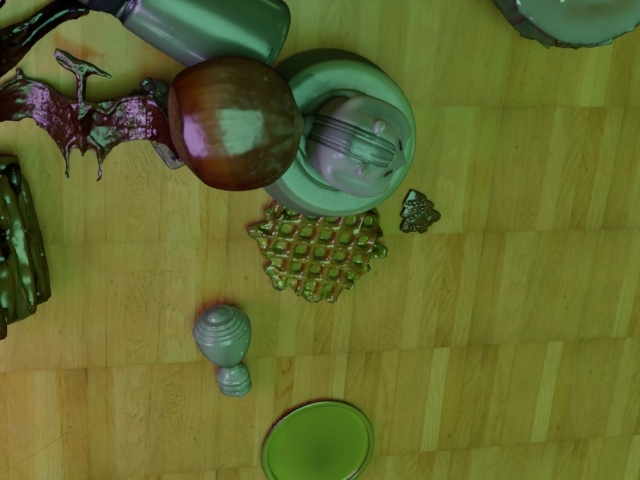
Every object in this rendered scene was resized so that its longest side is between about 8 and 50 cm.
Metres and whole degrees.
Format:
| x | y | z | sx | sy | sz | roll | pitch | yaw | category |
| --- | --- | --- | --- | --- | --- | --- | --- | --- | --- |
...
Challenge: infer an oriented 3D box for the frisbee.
| x | y | z | sx | sy | sz | roll | pitch | yaw | category |
| --- | --- | --- | --- | --- | --- | --- | --- | --- | --- |
| -0.005 | 0.422 | 2.122 | 0.236 | 0.017 | 0.236 | -6 | 115 | -13 | frisbee |

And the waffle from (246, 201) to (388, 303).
| x | y | z | sx | sy | sz | roll | pitch | yaw | category |
| --- | --- | --- | --- | --- | --- | --- | --- | --- | --- |
| 0.000 | 0.000 | 1.919 | 0.243 | 0.059 | 0.238 | -34 | 121 | 4 | waffle |

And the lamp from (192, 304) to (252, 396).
| x | y | z | sx | sy | sz | roll | pitch | yaw | category |
| --- | --- | --- | --- | --- | --- | --- | --- | --- | --- |
| -0.174 | 0.202 | 1.938 | 0.106 | 0.106 | 0.193 | -14 | 126 | -9 | lamp |

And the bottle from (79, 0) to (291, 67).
| x | y | z | sx | sy | sz | roll | pitch | yaw | category |
| --- | --- | --- | --- | --- | --- | --- | --- | --- | --- |
| -0.226 | -0.369 | 1.624 | 0.347 | 0.168 | 0.168 | 25 | 105 | -21 | bottle |

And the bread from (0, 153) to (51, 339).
| x | y | z | sx | sy | sz | roll | pitch | yaw | category |
| --- | --- | --- | --- | --- | --- | --- | --- | --- | --- |
| -0.636 | 0.039 | 1.684 | 0.370 | 0.191 | 0.314 | -12 | 117 | -8 | bread |

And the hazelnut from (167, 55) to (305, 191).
| x | y | z | sx | sy | sz | roll | pitch | yaw | category |
| --- | --- | --- | --- | --- | --- | --- | --- | --- | --- |
| -0.126 | -0.173 | 1.578 | 0.214 | 0.176 | 0.214 | 7 | 132 | 8 | hazelnut |

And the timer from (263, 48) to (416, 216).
| x | y | z | sx | sy | sz | roll | pitch | yaw | category |
| --- | --- | --- | --- | --- | --- | --- | --- | --- | --- |
| 0.044 | -0.159 | 1.678 | 0.291 | 0.315 | 0.291 | -2 | 101 | -13 | timer |

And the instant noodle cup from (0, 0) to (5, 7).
| x | y | z | sx | sy | sz | roll | pitch | yaw | category |
| --- | --- | --- | --- | --- | --- | --- | --- | --- | --- |
| -0.550 | -0.422 | 1.480 | 0.251 | 0.251 | 0.190 | -5 | 123 | -13 | instant noodle cup |

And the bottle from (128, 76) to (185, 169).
| x | y | z | sx | sy | sz | roll | pitch | yaw | category |
| --- | --- | --- | --- | --- | --- | --- | --- | --- | --- |
| -0.258 | -0.200 | 1.736 | 0.099 | 0.099 | 0.152 | -37 | 111 | 3 | bottle |

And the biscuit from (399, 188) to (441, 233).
| x | y | z | sx | sy | sz | roll | pitch | yaw | category |
| --- | --- | --- | --- | --- | --- | --- | --- | --- | --- |
| 0.182 | -0.054 | 1.960 | 0.082 | 0.016 | 0.092 | -18 | 119 | -6 | biscuit |

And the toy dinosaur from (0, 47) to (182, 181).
| x | y | z | sx | sy | sz | roll | pitch | yaw | category |
| --- | --- | --- | --- | --- | --- | --- | --- | --- | --- |
| -0.376 | -0.177 | 1.659 | 0.327 | 0.113 | 0.206 | 31 | 115 | -6 | toy dinosaur |

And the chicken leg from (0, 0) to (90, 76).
| x | y | z | sx | sy | sz | roll | pitch | yaw | category |
| --- | --- | --- | --- | --- | --- | --- | --- | --- | --- |
| -0.546 | -0.303 | 1.614 | 0.407 | 0.096 | 0.158 | -11 | 97 | -12 | chicken leg |

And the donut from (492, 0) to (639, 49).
| x | y | z | sx | sy | sz | roll | pitch | yaw | category |
| --- | --- | --- | --- | --- | --- | --- | --- | --- | --- |
| 0.430 | -0.508 | 1.750 | 0.382 | 0.142 | 0.383 | -5 | 114 | -12 | donut |
